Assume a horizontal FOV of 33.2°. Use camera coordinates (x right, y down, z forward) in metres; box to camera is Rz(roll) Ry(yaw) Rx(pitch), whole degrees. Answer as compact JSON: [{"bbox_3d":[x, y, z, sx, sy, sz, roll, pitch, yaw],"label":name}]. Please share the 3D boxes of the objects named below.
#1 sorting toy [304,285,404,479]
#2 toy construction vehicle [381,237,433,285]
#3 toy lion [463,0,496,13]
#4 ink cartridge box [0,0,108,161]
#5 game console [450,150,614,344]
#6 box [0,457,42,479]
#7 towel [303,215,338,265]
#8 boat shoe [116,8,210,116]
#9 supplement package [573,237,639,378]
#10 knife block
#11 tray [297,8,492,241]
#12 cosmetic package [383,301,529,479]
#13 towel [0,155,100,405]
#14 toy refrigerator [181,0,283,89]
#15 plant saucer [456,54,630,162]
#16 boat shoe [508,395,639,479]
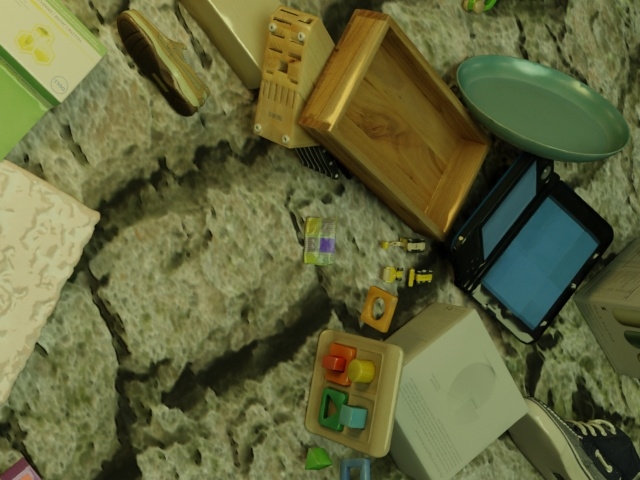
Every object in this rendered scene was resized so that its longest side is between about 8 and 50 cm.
[{"bbox_3d":[0.044,0.243,1.749,0.047,0.196,0.347,11,88,-39],"label":"sorting toy"},{"bbox_3d":[0.149,0.037,1.882,0.098,0.035,0.085,-3,105,-23],"label":"toy construction vehicle"},{"bbox_3d":[0.299,-0.463,1.916,0.096,0.034,0.100,-21,121,-34],"label":"toy lion"},{"bbox_3d":[-0.441,-0.252,1.539,0.171,0.056,0.235,46,58,-21],"label":"ink cartridge box"},{"bbox_3d":[0.386,-0.005,1.907,0.293,0.173,0.250,-50,155,-15],"label":"game console"},{"bbox_3d":[-0.436,0.502,1.608,0.201,0.057,0.293,-38,108,-18],"label":"box"},{"bbox_3d":[0.000,0.000,1.817,0.060,0.009,0.083,6,90,-27],"label":"towel"},{"bbox_3d":[-0.239,-0.285,1.664,0.072,0.068,0.190,-49,121,-28],"label":"boat shoe"},{"bbox_3d":[0.660,0.134,2.001,0.198,0.263,0.199,-39,107,-19],"label":"supplement package"},{"bbox_3d":[0.015,-0.230,1.712,0.242,0.088,0.275,-13,120,-45],"label":"knife block"},{"bbox_3d":[0.133,-0.174,1.741,0.411,0.076,0.202,38,75,-50],"label":"tray"},{"bbox_3d":[0.199,0.264,1.856,0.225,0.138,0.224,-36,107,-21],"label":"cosmetic package"},{"bbox_3d":[-0.525,0.029,1.544,0.317,0.053,0.331,31,80,-25],"label":"towel"},{"bbox_3d":[-0.143,-0.375,1.685,0.102,0.094,0.269,-46,112,-20],"label":"toy refrigerator"},{"bbox_3d":[0.379,-0.224,1.860,0.318,0.317,0.043,1,128,-26],"label":"plant saucer"},{"bbox_3d":[0.479,0.374,2.018,0.158,0.127,0.340,-48,119,-23],"label":"boat shoe"}]
